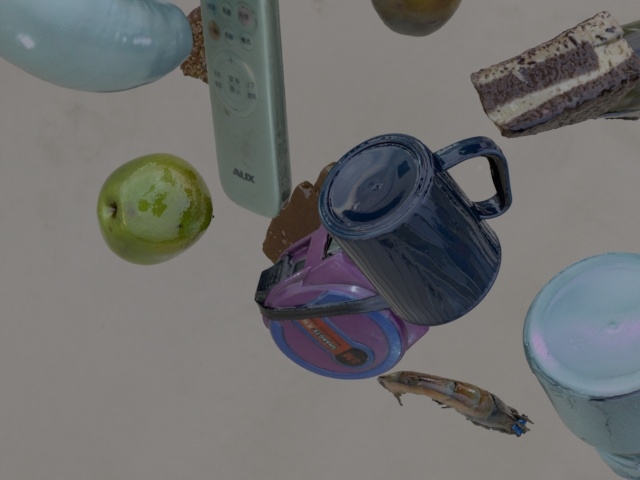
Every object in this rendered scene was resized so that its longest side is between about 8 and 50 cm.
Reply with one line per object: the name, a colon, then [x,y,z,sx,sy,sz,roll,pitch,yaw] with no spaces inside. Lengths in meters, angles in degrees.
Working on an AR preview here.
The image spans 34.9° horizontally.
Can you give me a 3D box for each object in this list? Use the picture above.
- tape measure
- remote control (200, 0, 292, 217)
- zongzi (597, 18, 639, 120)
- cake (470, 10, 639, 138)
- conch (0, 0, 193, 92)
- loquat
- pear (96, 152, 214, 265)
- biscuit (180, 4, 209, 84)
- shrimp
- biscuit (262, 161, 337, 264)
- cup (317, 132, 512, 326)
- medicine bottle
tape measure: [0.041,0.086,1.491,0.231,0.245,0.149,40,40,-27]
remote control: [-0.067,-0.165,0.916,0.090,0.309,0.038,27,42,38]
zongzi: [0.582,-0.322,1.748,0.323,0.360,0.160,-14,83,-43]
cake: [0.311,-0.204,1.412,0.246,0.135,0.112,-27,78,-16]
conch: [-0.216,-0.192,0.838,0.221,0.185,0.121,36,93,-24]
loquat: [0.174,-0.474,1.823,0.179,0.227,0.179,-3,42,2]
pear: [-0.233,-0.044,1.553,0.216,0.180,0.166,7,52,-43]
biscuit: [-0.136,-0.260,1.388,0.025,0.206,0.126,-30,125,-36]
shrimp: [0.220,0.274,1.721,0.290,0.222,0.054,27,72,-35]
biscuit: [0.001,0.000,1.793,0.043,0.301,0.278,-20,105,-40]
cup: [0.085,-0.024,0.869,0.150,0.113,0.138,-55,136,-12]
medicine bottle: [0.444,0.196,1.451,0.245,0.245,0.290,-58,136,-25]
